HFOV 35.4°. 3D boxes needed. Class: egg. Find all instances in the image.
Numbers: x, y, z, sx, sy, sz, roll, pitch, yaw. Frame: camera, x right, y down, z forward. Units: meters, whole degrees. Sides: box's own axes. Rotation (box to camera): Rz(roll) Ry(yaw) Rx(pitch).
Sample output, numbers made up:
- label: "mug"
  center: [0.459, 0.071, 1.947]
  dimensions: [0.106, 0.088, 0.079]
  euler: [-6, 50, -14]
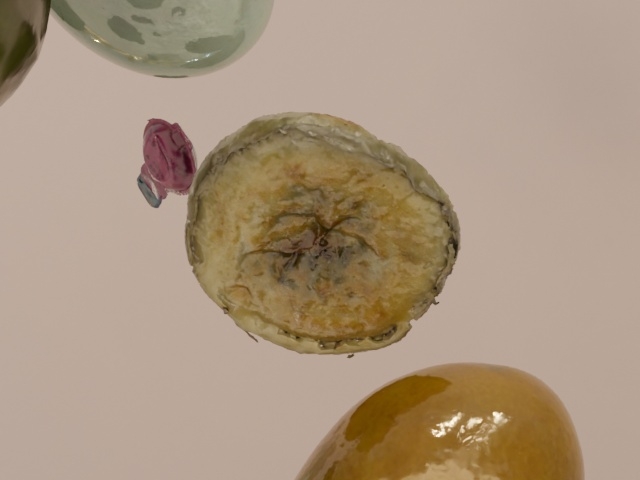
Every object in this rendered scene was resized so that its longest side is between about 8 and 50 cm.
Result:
- label: "egg"
  center: [-0.162, -0.249, 0.889]
  dimensions: [0.264, 0.183, 0.183]
  euler: [31, -56, 15]

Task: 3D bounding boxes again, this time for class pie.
- label: "pie"
  center: [0.000, 0.000, 0.966]
  dimensions: [0.274, 0.055, 0.274]
  euler: [2, -59, 4]

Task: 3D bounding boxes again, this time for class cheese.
- label: "cheese"
  center: [-0.178, -0.084, 1.144]
  dimensions: [0.095, 0.038, 0.145]
  euler: [55, -37, 7]

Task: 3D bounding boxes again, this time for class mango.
- label: "mango"
  center: [0.094, 0.316, 0.929]
  dimensions: [0.300, 0.446, 0.232]
  euler: [27, -14, 4]

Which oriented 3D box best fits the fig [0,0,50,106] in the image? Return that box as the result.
- label: "fig"
  center: [-0.230, -0.137, 0.489]
  dimensions: [0.202, 0.225, 0.203]
  euler: [-1, -97, 9]
